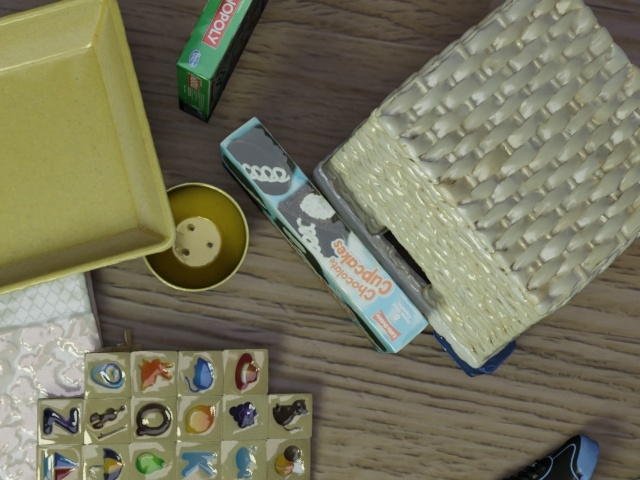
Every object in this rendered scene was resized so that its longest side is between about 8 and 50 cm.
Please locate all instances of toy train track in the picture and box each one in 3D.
[{"bbox_3d":[-0.255,0.138,1.877,0.014,0.083,0.048,-11,85,32],"label":"toy train track"}]

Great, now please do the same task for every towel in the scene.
[{"bbox_3d":[-0.427,0.174,1.852,0.331,0.053,0.317,-9,90,-7],"label":"towel"}]

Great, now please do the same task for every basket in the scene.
[{"bbox_3d":[0.232,-0.084,1.793,0.331,0.266,0.328,-39,87,-21],"label":"basket"}]

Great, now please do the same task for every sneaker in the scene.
[{"bbox_3d":[0.253,0.326,1.882,0.090,0.081,0.232,38,86,-7],"label":"sneaker"}]

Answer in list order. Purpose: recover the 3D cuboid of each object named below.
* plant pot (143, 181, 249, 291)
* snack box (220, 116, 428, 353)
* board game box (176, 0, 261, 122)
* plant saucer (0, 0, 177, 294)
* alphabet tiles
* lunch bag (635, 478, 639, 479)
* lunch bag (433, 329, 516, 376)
[{"bbox_3d":[-0.157,-0.002,1.878,0.134,0.095,0.134,0,86,-3],"label":"plant pot"},{"bbox_3d":[0.000,0.000,1.841,0.060,0.187,0.322,-40,88,-5],"label":"snack box"},{"bbox_3d":[-0.106,-0.265,1.790,0.046,0.317,0.214,27,85,-3],"label":"board game box"},{"bbox_3d":[-0.364,-0.100,1.812,0.332,0.081,0.333,-15,79,0],"label":"plant saucer"},{"bbox_3d":[-0.179,0.277,1.862,0.342,0.011,0.285,0,94,-11],"label":"alphabet tiles"},{"bbox_3d":[0.450,0.358,1.820,0.262,0.223,0.160,-16,81,-3],"label":"lunch bag"},{"bbox_3d":[0.191,0.123,1.902,0.067,0.065,0.098,-39,91,-21],"label":"lunch bag"}]
